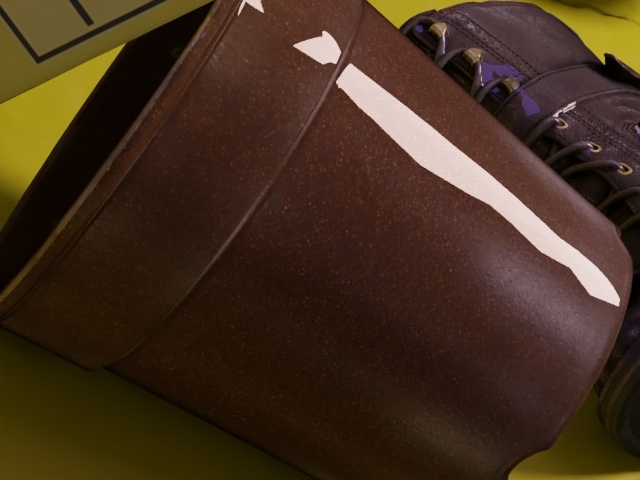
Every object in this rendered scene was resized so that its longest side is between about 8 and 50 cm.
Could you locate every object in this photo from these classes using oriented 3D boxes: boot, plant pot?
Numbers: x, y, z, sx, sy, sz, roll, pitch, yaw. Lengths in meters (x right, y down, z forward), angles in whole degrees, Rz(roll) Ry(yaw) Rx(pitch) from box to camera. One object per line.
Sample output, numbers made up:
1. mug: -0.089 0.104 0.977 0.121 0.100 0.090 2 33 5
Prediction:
1. boot: 0.116 -0.024 0.737 0.229 0.091 0.263 40 29 18
2. plant pot: 0.000 0.000 0.527 0.165 0.167 0.167 34 32 -15

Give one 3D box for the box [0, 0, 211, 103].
1. box: -0.105 -0.140 0.500 0.117 0.243 0.213 56 24 -28
